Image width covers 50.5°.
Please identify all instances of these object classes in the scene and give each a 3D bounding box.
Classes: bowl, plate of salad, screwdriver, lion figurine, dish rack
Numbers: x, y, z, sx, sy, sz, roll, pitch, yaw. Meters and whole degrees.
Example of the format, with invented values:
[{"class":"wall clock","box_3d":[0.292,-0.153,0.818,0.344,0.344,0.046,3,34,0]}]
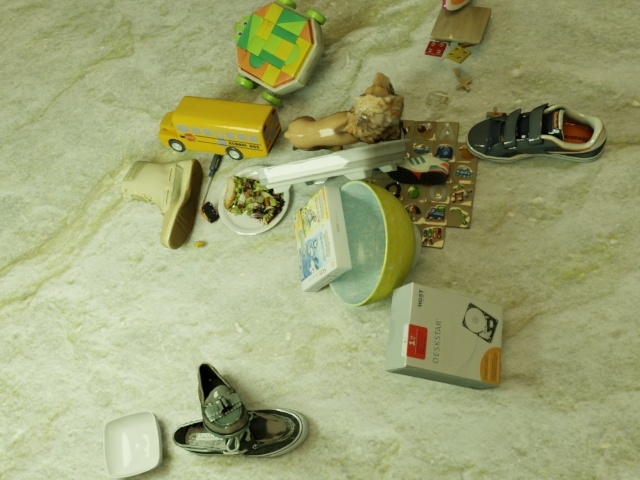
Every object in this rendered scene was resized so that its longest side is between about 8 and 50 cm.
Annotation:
[{"class":"bowl","box_3d":[0.138,0.010,1.564,0.156,0.289,0.289,2,64,-27]},{"class":"plate of salad","box_3d":[-0.178,-0.111,1.778,0.200,0.048,0.200,-5,68,13]},{"class":"screwdriver","box_3d":[-0.304,-0.161,1.842,0.024,0.025,0.170,10,70,19]},{"class":"lion figurine","box_3d":[0.040,-0.272,1.636,0.392,0.240,0.142,-18,92,30]},{"class":"bowl","box_3d":[-0.440,0.487,1.617,0.142,0.053,0.142,-16,65,9]},{"class":"dish rack","box_3d":[0.034,-0.174,1.614,0.333,0.285,0.072,-7,98,29]}]

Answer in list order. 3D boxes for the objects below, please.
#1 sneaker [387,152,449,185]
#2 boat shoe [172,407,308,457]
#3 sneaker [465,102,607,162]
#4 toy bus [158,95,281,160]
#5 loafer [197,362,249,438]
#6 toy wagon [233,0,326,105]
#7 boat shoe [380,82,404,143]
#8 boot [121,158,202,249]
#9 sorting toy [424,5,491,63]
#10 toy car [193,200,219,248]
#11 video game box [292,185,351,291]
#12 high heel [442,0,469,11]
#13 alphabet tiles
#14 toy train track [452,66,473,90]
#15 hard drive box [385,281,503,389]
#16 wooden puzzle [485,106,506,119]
[{"class":"sneaker","box_3d":[0.243,-0.182,1.682,0.161,0.057,0.075,8,49,24]},{"class":"boat shoe","box_3d":[-0.185,0.432,1.539,0.306,0.105,0.113,-3,69,14]},{"class":"sneaker","box_3d":[0.505,-0.259,1.601,0.321,0.127,0.126,3,72,16]},{"class":"toy bus","box_3d":[-0.278,-0.304,1.821,0.333,0.130,0.108,10,57,18]},{"class":"loafer","box_3d":[-0.232,0.351,1.510,0.096,0.267,0.084,-23,107,-17]},{"class":"toy wagon","box_3d":[-0.142,-0.540,1.873,0.344,0.068,0.267,36,101,32]},{"class":"boat shoe","box_3d":[0.169,-0.317,1.730,0.065,0.083,0.183,-11,67,11]},{"class":"boot","box_3d":[-0.439,-0.101,1.818,0.203,0.095,0.262,3,69,16]},{"class":"sorting toy","box_3d":[0.367,-0.551,1.786,0.132,0.046,0.274,12,59,19]},{"class":"toy car","box_3d":[-0.317,-0.043,1.787,0.040,0.060,0.122,5,60,51]},{"class":"video game box","box_3d":[0.000,0.000,1.614,0.048,0.187,0.205,3,67,-29]},{"class":"high heel","box_3d":[0.362,-0.704,1.830,0.117,0.082,0.244,9,66,49]},{"class":"alphabet tiles","box_3d":[0.242,-0.148,1.698,0.285,0.011,0.342,5,71,17]},{"class":"toy train track","box_3d":[0.366,-0.418,1.766,0.048,0.014,0.083,-31,59,10]},{"class":"hard drive box","box_3d":[0.265,0.207,1.446,0.232,0.089,0.181,14,70,-19]},{"class":"wooden puzzle","box_3d":[0.439,-0.299,1.703,0.049,0.006,0.083,7,72,18]}]
